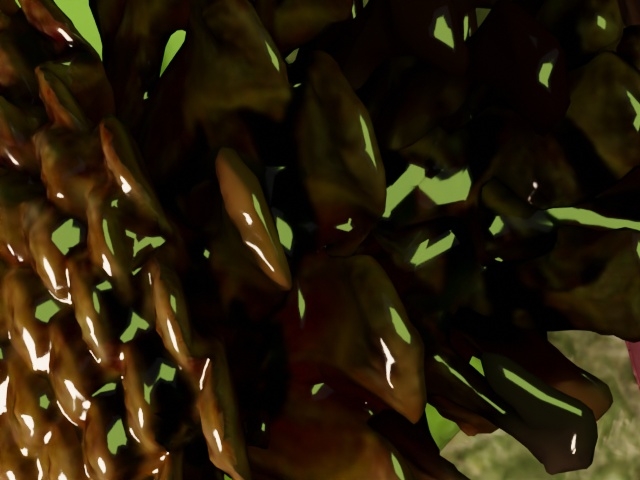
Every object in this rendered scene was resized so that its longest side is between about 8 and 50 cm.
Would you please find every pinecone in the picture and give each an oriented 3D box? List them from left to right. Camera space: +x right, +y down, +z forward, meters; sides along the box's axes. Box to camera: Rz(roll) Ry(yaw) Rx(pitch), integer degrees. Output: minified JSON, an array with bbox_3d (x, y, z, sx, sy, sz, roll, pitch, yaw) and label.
[{"bbox_3d":[0.001,0.003,0.623,0.292,0.246,0.246,-23,89,-26],"label":"pinecone"}]

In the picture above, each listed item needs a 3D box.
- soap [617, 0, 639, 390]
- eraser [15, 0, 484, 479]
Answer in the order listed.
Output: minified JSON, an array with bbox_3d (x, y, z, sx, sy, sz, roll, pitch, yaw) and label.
[{"bbox_3d":[0.182,-0.042,0.745,0.128,0.233,0.360,-16,87,-9],"label":"soap"},{"bbox_3d":[-0.078,0.012,0.768,0.274,0.092,0.210,44,80,-5],"label":"eraser"}]
